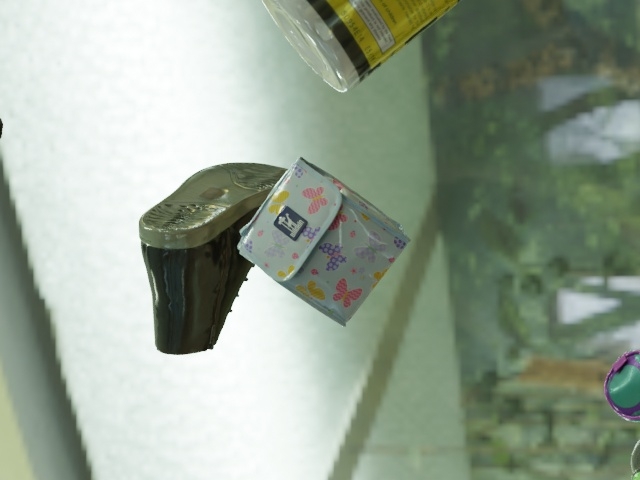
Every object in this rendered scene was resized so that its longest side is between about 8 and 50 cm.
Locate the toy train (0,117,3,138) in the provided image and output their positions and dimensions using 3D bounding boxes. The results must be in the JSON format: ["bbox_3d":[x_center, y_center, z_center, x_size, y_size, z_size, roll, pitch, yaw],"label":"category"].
[{"bbox_3d":[-0.386,-0.028,1.566,0.334,0.190,0.142,-91,3,-50],"label":"toy train"}]

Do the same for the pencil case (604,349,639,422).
[{"bbox_3d":[0.327,0.133,1.594,0.152,0.064,0.070,10,-129,-38],"label":"pencil case"}]

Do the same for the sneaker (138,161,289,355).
[{"bbox_3d":[-0.085,0.010,1.512,0.222,0.083,0.118,-32,-51,-55],"label":"sneaker"}]

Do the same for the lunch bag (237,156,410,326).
[{"bbox_3d":[0.000,0.000,1.072,0.071,0.083,0.053,-52,10,7],"label":"lunch bag"}]

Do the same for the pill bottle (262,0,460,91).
[{"bbox_3d":[0.062,-0.229,1.456,0.119,0.208,0.119,50,176,5],"label":"pill bottle"}]

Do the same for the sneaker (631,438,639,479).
[{"bbox_3d":[0.488,0.080,1.864,0.483,0.202,0.185,-51,-43,3],"label":"sneaker"}]
